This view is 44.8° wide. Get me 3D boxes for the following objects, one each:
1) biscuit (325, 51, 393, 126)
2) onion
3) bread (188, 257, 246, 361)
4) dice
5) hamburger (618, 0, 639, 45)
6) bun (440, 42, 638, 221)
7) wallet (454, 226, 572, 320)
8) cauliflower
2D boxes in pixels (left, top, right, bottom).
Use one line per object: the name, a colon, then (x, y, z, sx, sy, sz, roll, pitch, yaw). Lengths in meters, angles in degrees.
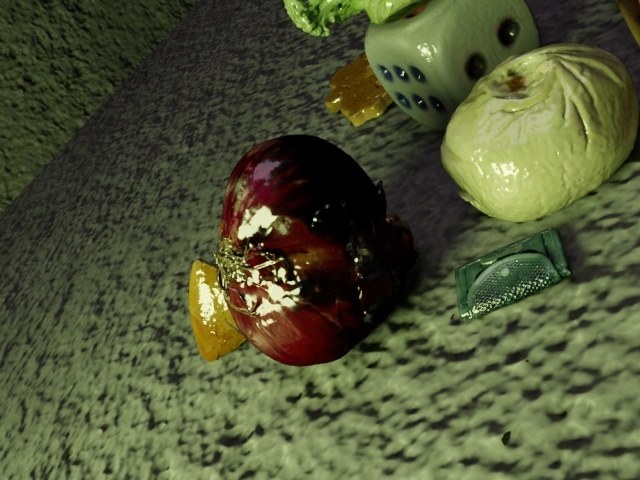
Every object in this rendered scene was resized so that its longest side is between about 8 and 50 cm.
biscuit: (0.093, -0.291, 1.452, 0.184, 0.035, 0.249, -36, 29, 8)
onion: (-0.018, 0.004, 0.916, 0.281, 0.281, 0.221, -46, 33, -11)
bread: (-0.133, 0.081, 1.082, 0.154, 0.136, 0.054, -35, 11, 1)
dice: (0.197, -0.290, 1.165, 0.192, 0.194, 0.193, -44, 30, -12)
hamburger: (0.452, -0.307, 0.854, 0.244, 0.244, 0.163, -53, 21, -23)
bun: (0.249, -0.142, 0.940, 0.244, 0.153, 0.244, -31, 25, 16)
wallet: (0.208, 0.035, 0.858, 0.129, 0.026, 0.088, -26, 30, 23)
cauliflower: (0.086, -0.405, 1.088, 0.272, 0.275, 0.250, -16, 62, -20)
